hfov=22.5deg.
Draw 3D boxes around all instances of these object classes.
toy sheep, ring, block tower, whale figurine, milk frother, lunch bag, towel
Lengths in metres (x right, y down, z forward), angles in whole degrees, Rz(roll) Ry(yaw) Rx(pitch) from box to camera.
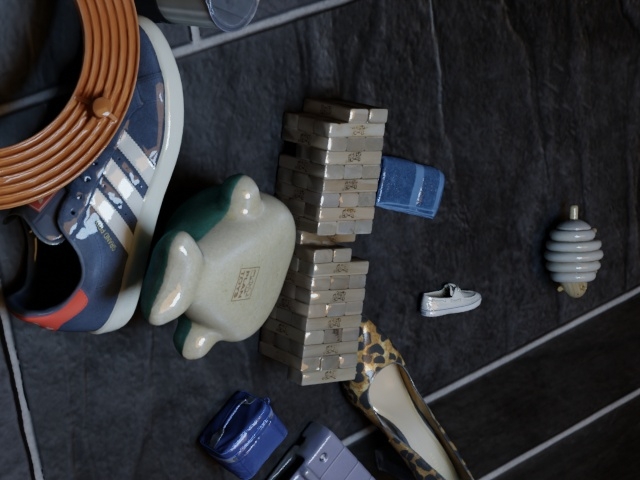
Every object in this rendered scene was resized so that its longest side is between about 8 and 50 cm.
[{"bbox_3d":[0.354,0.015,2.246,0.091,0.091,0.132,-9,96,-38],"label":"toy sheep"},{"bbox_3d":[-0.334,-0.196,1.564,0.336,0.032,0.337,0,90,-25],"label":"ring"},{"bbox_3d":[0.000,0.000,1.939,0.091,0.097,0.335,-3,104,-39],"label":"block tower"},{"bbox_3d":[-0.135,0.022,1.762,0.272,0.141,0.216,-12,123,-66],"label":"whale figurine"},{"bbox_3d":[-0.134,-0.303,1.696,0.129,0.134,0.143,-42,129,-40],"label":"milk frother"},{"bbox_3d":[-0.093,0.231,1.950,0.098,0.067,0.065,-51,130,-17],"label":"lunch bag"},{"bbox_3d":[0.110,-0.069,2.048,0.119,0.029,0.067,12,96,-41],"label":"towel"}]

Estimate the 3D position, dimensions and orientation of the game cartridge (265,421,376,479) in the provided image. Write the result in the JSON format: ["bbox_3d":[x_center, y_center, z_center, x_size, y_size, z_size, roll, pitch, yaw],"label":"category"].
[{"bbox_3d":[-0.046,0.437,2.064,0.355,0.068,0.230,-51,125,-15],"label":"game cartridge"}]

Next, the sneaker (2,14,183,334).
[{"bbox_3d":[-0.249,-0.066,1.681,0.148,0.131,0.350,0,104,-44],"label":"sneaker"}]

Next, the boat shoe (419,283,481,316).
[{"bbox_3d":[0.175,0.075,2.147,0.100,0.035,0.035,-9,113,-31],"label":"boat shoe"}]

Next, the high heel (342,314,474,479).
[{"bbox_3d":[0.123,0.221,2.047,0.093,0.186,0.261,-32,122,-28],"label":"high heel"}]
